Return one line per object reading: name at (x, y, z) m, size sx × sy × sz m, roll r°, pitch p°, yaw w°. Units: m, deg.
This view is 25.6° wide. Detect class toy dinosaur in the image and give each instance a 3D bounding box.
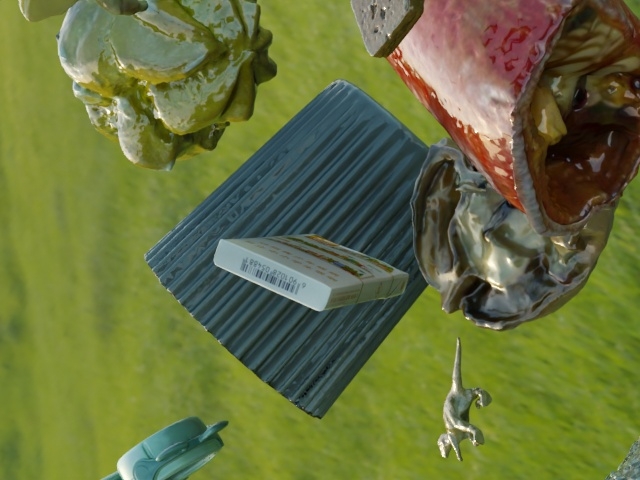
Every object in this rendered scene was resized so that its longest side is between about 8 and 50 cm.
toy dinosaur at (0.172, 0.207, 1.821) m, size 0.126 × 0.039 × 0.162 m, roll -19°, pitch 86°, yaw 63°

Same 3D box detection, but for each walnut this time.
walnut at (0.212, -0.012, 1.449) m, size 0.238 × 0.141 × 0.204 m, roll -3°, pitch 91°, yaw 49°

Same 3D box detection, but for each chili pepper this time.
chili pepper at (0.173, -0.185, 1.200) m, size 0.305 × 0.229 × 0.251 m, roll 54°, pitch 160°, yaw 38°

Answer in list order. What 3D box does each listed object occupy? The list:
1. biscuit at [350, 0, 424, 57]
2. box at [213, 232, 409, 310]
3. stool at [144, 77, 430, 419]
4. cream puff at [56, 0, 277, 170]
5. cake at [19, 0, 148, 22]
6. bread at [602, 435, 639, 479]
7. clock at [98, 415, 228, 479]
biscuit at (0.049, -0.184, 0.922) m, size 0.119 × 0.019 × 0.130 m, roll 27°, pitch 110°, yaw 56°
box at (-0.005, 0.028, 1.376) m, size 0.220 × 0.122 × 0.032 m, roll -6°, pitch -64°, yaw -68°
stool at (0.000, 0.000, 1.735) m, size 0.330 × 0.297 × 0.297 m, roll -48°, pitch 21°, yaw 0°
cream puff at (-0.190, -0.278, 1.983) m, size 0.378 × 0.275 × 0.378 m, roll 3°, pitch -90°, yaw -75°
cake at (-0.222, -0.216, 0.707) m, size 0.227 × 0.286 × 0.222 m, roll -11°, pitch 11°, yaw 15°
bread at (0.323, 0.224, 1.293) m, size 0.232 × 0.064 × 0.172 m, roll -35°, pitch 20°, yaw 48°
clock at (-0.200, 0.286, 1.857) m, size 0.188 × 0.148 × 0.060 m, roll -43°, pitch 74°, yaw 45°
